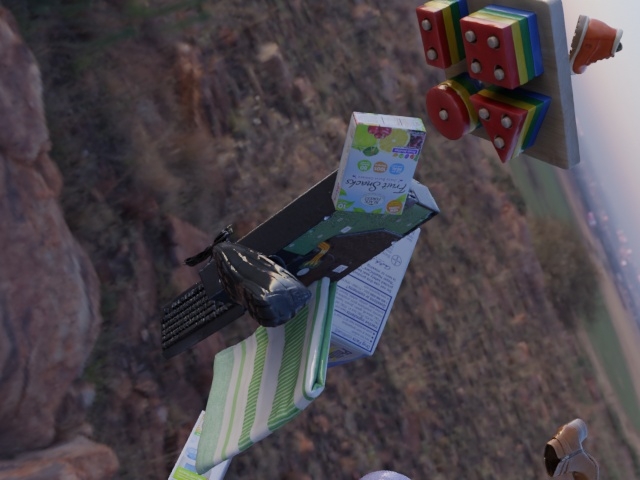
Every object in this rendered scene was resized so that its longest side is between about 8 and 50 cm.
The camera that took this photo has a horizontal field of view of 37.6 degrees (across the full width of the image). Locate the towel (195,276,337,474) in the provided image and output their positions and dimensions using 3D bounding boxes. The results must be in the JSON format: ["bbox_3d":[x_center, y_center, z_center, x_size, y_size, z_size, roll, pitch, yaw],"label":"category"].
[{"bbox_3d":[-0.094,0.222,1.556,0.038,0.325,0.248,32,42,-25],"label":"towel"}]

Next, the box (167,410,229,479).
[{"bbox_3d":[-0.279,0.533,2.270,0.103,0.114,0.203,106,8,-56],"label":"box"}]

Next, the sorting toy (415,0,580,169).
[{"bbox_3d":[0.241,-0.236,1.371,0.257,0.089,0.255,32,-35,51],"label":"sorting toy"}]

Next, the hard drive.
[{"bbox_3d":[0.000,0.000,1.517,0.237,0.339,0.064,16,44,-57],"label":"hard drive"}]

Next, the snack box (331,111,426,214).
[{"bbox_3d":[0.079,-0.104,1.302,0.037,0.100,0.141,-103,-158,-52],"label":"snack box"}]

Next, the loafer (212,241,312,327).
[{"bbox_3d":[-0.083,0.052,1.273,0.223,0.078,0.076,34,-40,57],"label":"loafer"}]

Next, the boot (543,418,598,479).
[{"bbox_3d":[0.603,0.547,2.292,0.152,0.073,0.197,-22,99,-45],"label":"boot"}]

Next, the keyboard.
[{"bbox_3d":[-0.224,0.091,1.783,0.033,0.317,0.201,17,58,-33],"label":"keyboard"}]

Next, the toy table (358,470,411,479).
[{"bbox_3d":[0.092,0.505,1.397,0.161,0.252,0.274,-55,129,-64],"label":"toy table"}]

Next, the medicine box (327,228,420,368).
[{"bbox_3d":[0.042,0.094,1.904,0.149,0.263,0.289,28,68,-12],"label":"medicine box"}]

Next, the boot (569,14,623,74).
[{"bbox_3d":[0.466,-0.321,1.601,0.158,0.085,0.059,68,38,-73],"label":"boot"}]
